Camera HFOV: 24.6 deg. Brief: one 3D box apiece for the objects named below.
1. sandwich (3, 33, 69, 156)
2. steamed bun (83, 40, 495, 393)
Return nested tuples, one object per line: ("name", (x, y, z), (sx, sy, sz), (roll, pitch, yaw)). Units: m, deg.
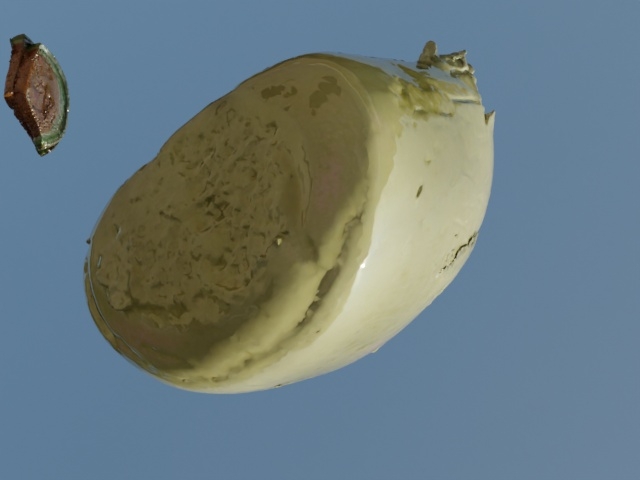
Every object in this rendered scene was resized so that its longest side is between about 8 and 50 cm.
("sandwich", (-0.237, -0.120, 1.232), (0.026, 0.069, 0.101), (-19, -130, 19))
("steamed bun", (0.000, 0.000, 0.958), (0.273, 0.232, 0.166), (-38, -113, 24))
